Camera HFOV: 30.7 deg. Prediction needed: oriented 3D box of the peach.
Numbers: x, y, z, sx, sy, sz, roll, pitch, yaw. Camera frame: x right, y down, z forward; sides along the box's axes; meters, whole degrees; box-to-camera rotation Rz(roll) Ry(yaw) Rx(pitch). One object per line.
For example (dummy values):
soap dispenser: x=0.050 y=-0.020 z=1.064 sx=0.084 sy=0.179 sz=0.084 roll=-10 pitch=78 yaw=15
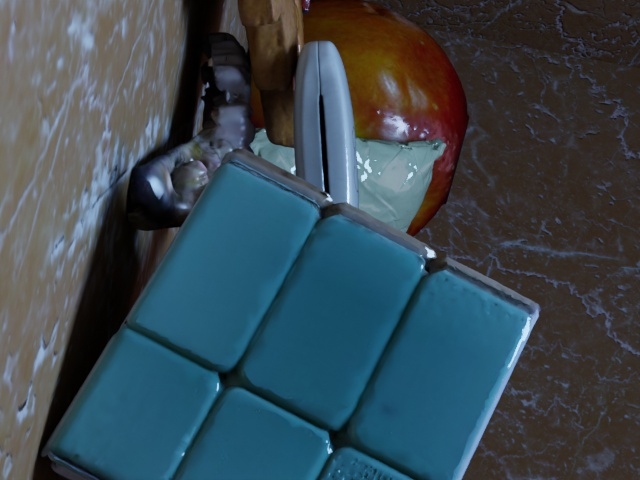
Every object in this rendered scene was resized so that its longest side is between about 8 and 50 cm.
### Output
peach: x=0.042 y=-0.146 z=1.577 sx=0.406 sy=0.310 sz=0.335 roll=-78 pitch=175 yaw=-64

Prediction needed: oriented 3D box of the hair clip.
hair clip: x=-0.087 y=-0.068 z=0.933 sx=0.300 sy=0.069 sz=0.173 roll=-78 pitch=172 yaw=-70

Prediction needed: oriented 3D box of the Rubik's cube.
Rubik's cube: x=-0.016 y=0.114 z=0.777 sx=0.231 sy=0.224 sz=0.221 roll=-60 pitch=174 yaw=-18

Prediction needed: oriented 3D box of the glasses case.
glasses case: x=0.005 y=-0.061 z=0.922 sx=0.074 sy=0.049 sz=0.193 roll=60 pitch=25 yaw=-82

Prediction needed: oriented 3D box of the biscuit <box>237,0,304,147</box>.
biscuit: x=-0.043 y=-0.229 z=0.958 sx=0.306 sy=0.043 sz=0.284 roll=62 pitch=22 yaw=-82

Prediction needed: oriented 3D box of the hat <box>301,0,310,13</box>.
hat: x=-0.032 y=-0.358 z=1.175 sx=0.140 sy=0.129 sz=0.227 roll=-55 pitch=155 yaw=-14

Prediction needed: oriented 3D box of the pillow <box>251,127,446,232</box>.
pillow: x=-0.001 y=-0.001 z=1.383 sx=0.076 sy=0.274 sz=0.281 roll=48 pitch=-54 yaw=45
